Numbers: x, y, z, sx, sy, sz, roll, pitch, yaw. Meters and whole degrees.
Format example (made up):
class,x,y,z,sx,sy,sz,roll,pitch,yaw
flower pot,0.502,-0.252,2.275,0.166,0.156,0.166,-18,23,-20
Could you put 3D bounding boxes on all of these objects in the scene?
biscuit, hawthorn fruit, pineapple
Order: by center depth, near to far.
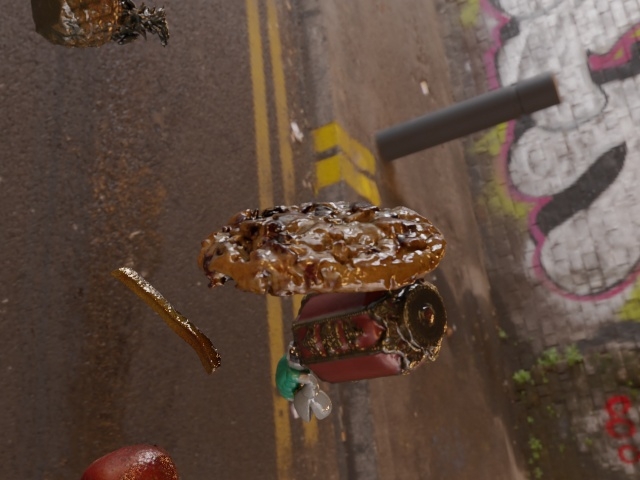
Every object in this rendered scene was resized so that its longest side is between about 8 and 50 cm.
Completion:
class,x,y,z,sx,sy,sz,roll,pitch,yaw
hawthorn fruit,-0.155,0.209,0.580,0.093,0.093,0.093,44,37,-47
biscuit,0.000,-0.001,0.974,0.289,0.333,0.081,-107,-167,-73
pineapple,-0.295,-0.316,0.997,0.197,0.108,0.108,-7,80,-44

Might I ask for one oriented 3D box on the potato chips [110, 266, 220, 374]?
class,x,y,z,sx,sy,sz,roll,pitch,yaw
potato chips,-0.195,0.098,0.920,0.204,0.026,0.037,41,24,20

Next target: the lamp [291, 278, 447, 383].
class,x,y,z,sx,sy,sz,roll,pitch,yaw
lamp,0.073,0.137,1.147,0.177,0.274,0.177,13,68,-35

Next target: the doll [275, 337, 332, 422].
class,x,y,z,sx,sy,sz,roll,pitch,yaw
doll,-0.032,0.316,1.645,0.258,0.153,0.195,63,44,-81
